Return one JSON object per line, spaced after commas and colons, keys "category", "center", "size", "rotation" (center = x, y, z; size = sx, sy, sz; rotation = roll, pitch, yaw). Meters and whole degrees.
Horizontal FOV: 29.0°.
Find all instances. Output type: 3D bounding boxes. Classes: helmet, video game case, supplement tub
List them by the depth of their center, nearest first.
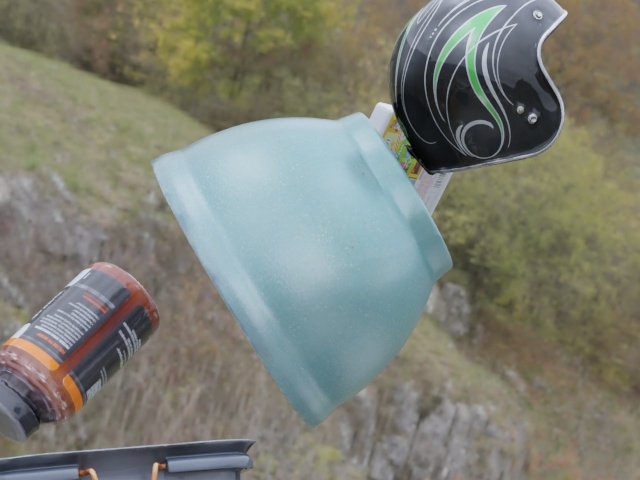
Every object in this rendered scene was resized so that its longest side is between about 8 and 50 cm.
{"category": "helmet", "center": [0.144, -0.151, 1.110], "size": [0.169, 0.161, 0.169], "rotation": [-13, 6, 1]}
{"category": "supplement tub", "center": [-0.266, 0.119, 1.293], "size": [0.106, 0.106, 0.198], "rotation": [23, 51, 28]}
{"category": "video game case", "center": [0.080, -0.049, 1.486], "size": [0.026, 0.227, 0.206], "rotation": [34, 17, 30]}

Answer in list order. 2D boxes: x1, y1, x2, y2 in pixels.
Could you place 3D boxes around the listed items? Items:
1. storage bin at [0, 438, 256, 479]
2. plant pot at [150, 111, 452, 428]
{"category": "storage bin", "center": [-0.096, 0.149, 0.605], "size": [0.135, 0.091, 0.098], "rotation": [-3, -14, -15]}
{"category": "plant pot", "center": [0.000, 0.000, 1.163], "size": [0.293, 0.196, 0.293], "rotation": [58, 0, 0]}
